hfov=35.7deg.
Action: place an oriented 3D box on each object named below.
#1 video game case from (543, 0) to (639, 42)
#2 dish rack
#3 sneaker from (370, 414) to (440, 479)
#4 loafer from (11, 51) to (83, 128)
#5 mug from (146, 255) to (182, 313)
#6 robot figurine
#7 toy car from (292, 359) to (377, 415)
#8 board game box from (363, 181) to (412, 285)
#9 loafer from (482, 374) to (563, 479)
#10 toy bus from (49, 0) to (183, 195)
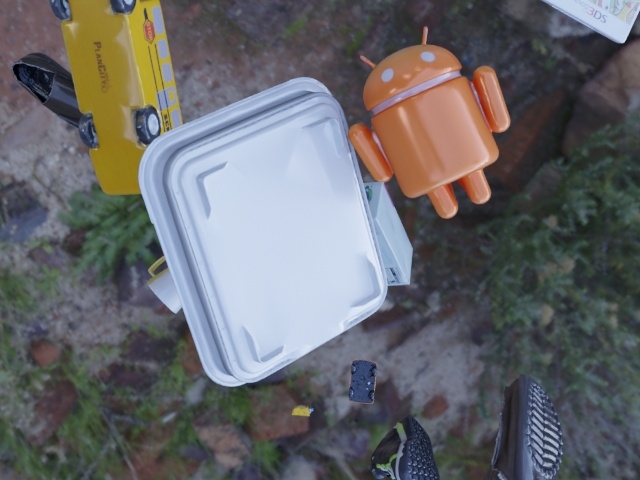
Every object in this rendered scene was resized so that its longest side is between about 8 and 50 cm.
[{"bbox_3d":[0.437,-0.443,1.513,0.206,0.026,0.226,19,99,-30],"label":"video game case"},{"bbox_3d":[-0.045,-0.005,1.203,0.286,0.072,0.332,-28,115,-30],"label":"dish rack"},{"bbox_3d":[0.130,0.364,1.602,0.097,0.084,0.234,-39,-177,10],"label":"sneaker"},{"bbox_3d":[-0.406,-0.224,1.587,0.080,0.220,0.078,-64,168,19],"label":"loafer"},{"bbox_3d":[-0.212,0.056,1.440,0.064,0.078,0.062,-43,179,-3],"label":"mug"},{"bbox_3d":[0.128,-0.136,1.182,0.128,0.219,0.158,-25,-178,-42],"label":"robot figurine"},{"bbox_3d":[0.019,0.191,1.309,0.122,0.060,0.040,-12,179,6],"label":"toy car"},{"bbox_3d":[0.000,0.000,1.896,0.304,0.097,0.224,-5,142,19],"label":"board game box"},{"bbox_3d":[0.318,0.393,1.672,0.130,0.365,0.134,-18,133,35],"label":"loafer"},{"bbox_3d":[-0.274,-0.230,1.392,0.130,0.108,0.332,-48,133,-63],"label":"toy bus"}]
